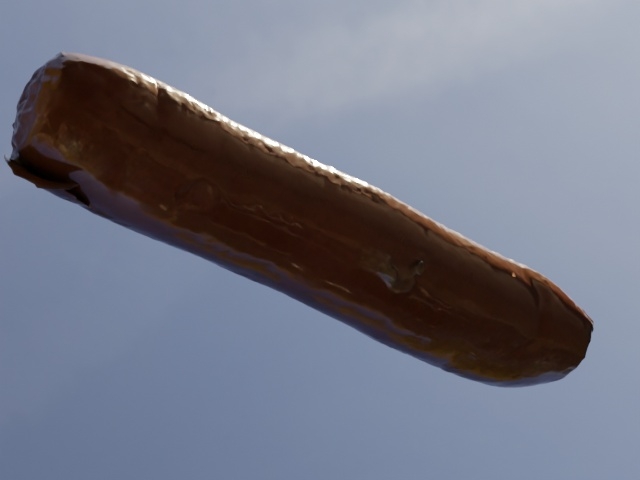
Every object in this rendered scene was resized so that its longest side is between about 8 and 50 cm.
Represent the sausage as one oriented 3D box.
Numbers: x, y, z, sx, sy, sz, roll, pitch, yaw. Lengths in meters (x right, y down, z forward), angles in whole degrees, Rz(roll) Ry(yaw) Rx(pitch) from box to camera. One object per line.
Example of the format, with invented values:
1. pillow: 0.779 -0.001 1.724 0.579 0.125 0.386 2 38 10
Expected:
1. sausage: 0.000 0.000 1.089 0.419 0.094 0.094 26 -154 -27
